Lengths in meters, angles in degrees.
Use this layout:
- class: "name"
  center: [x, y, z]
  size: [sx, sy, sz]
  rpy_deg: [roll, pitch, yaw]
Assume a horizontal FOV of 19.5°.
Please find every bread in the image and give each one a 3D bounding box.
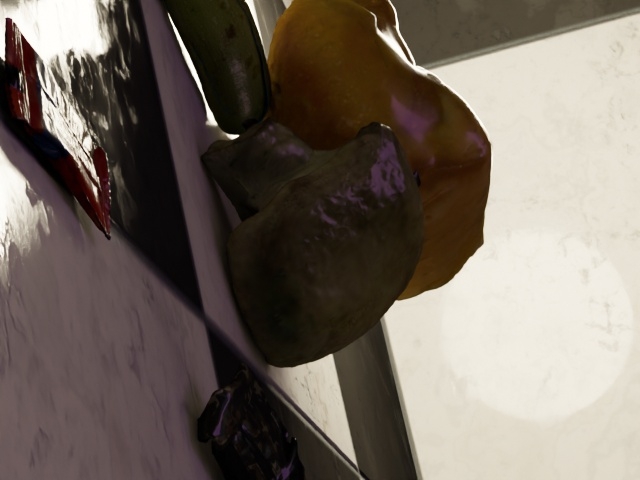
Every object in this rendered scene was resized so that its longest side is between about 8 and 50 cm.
- class: "bread"
  center: [0.037, -0.129, 2.323]
  size: [0.361, 0.250, 0.394]
  rpy_deg: [56, -11, 19]

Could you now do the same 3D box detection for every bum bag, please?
- class: "bum bag"
  center: [-0.052, 0.209, 1.682]
  size: [0.102, 0.069, 0.248]
  rpy_deg: [-55, 144, -32]

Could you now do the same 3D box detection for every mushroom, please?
- class: "mushroom"
  center: [0.009, 0.003, 2.062]
  size: [0.212, 0.217, 0.292]
  rpy_deg: [-83, 158, -65]

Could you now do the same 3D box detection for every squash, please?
- class: "squash"
  center: [-0.120, -0.248, 2.091]
  size: [0.341, 0.094, 0.094]
  rpy_deg: [68, 9, -48]

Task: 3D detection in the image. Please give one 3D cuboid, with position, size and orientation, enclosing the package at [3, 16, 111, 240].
- class: "package"
  center: [-0.187, -0.077, 1.338]
  size: [0.200, 0.022, 0.083]
  rpy_deg: [62, 13, -62]
